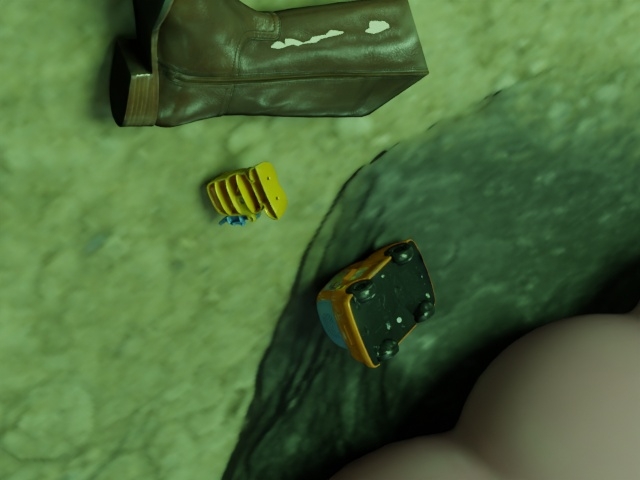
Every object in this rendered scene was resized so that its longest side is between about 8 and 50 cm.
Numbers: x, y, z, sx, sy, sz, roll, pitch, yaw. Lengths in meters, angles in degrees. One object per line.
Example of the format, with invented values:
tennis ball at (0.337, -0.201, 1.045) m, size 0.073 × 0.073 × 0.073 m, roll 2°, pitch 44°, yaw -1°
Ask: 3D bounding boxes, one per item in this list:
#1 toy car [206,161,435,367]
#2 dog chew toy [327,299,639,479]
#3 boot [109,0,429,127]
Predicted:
toy car at (0.000, 0.000, 0.650) m, size 0.040 × 0.060 × 0.122 m, roll -6°, pitch 132°, yaw 39°
dog chew toy at (0.128, 0.130, 0.721) m, size 0.332 × 0.206 × 0.206 m, roll -44°, pitch 137°, yaw 2°
boot at (-0.009, -0.080, 0.554) m, size 0.114 × 0.037 × 0.106 m, roll -4°, pitch 144°, yaw -23°
